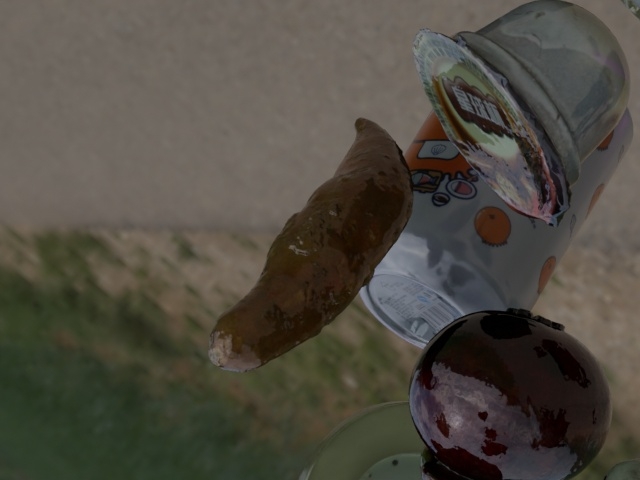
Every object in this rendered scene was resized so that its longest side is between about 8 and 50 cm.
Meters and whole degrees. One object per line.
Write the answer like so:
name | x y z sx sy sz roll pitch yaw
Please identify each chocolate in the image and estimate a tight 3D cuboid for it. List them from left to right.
chocolate | 0.195 -0.125 1.604 0.221 0.147 0.221 56 168 19

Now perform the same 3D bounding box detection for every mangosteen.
mangosteen | 0.153 0.156 1.564 0.200 0.200 0.200 37 169 9

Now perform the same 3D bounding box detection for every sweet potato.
sweet potato | 0.015 0.001 1.663 0.106 0.354 0.095 12 133 21

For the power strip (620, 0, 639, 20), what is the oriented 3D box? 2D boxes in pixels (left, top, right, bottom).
power strip | 0.340 -0.304 2.087 0.123 0.032 0.056 47 152 9

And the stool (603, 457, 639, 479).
stool | 0.294 0.201 1.406 0.217 0.121 0.125 4 179 42

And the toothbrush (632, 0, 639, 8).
toothbrush | 0.231 -0.330 1.831 0.304 0.030 0.030 44 169 -3

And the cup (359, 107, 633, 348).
cup | 0.181 -0.039 2.026 0.212 0.317 0.212 25 153 14

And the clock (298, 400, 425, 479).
clock | 0.084 0.280 1.883 0.235 0.235 0.029 42 170 -13
